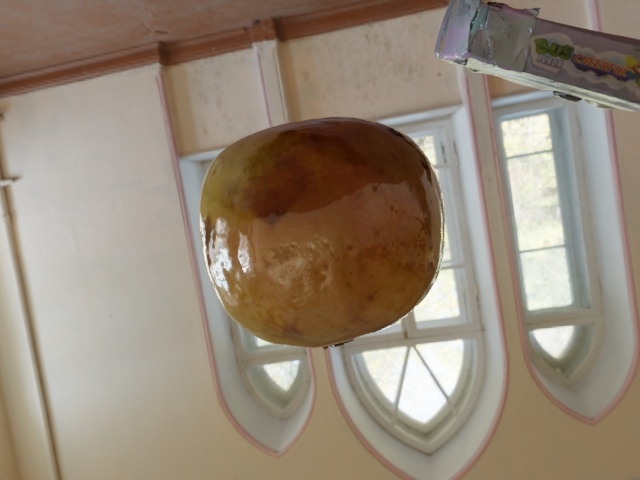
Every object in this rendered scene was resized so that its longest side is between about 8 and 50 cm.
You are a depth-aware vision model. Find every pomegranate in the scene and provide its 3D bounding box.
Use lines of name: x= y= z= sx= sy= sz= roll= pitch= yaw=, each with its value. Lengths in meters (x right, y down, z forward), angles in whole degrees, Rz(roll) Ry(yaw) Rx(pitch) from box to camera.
pomegranate: x=0.000 y=0.000 z=0.424 sx=0.215 sy=0.216 sz=0.215 roll=-9 pitch=-176 yaw=1

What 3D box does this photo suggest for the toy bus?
toy bus: x=0.335 y=-0.271 z=0.702 sx=0.316 sy=0.113 sz=0.138 roll=12 pitch=-157 yaw=-4
